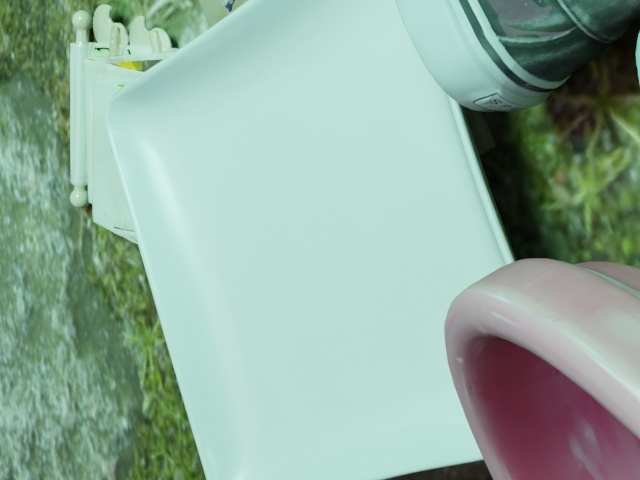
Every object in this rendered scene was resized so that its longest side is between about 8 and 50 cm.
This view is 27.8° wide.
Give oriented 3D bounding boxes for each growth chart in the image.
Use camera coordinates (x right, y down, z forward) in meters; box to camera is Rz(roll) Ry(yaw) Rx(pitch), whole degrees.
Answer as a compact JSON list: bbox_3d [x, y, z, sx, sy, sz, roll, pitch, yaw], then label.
[{"bbox_3d":[-0.117,-0.066,0.898,0.237,0.021,0.171,29,116,44],"label":"growth chart"}]

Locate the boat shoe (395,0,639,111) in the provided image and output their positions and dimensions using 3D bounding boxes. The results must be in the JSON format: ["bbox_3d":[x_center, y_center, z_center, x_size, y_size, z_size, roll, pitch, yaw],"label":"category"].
[{"bbox_3d":[0.064,-0.229,0.602,0.119,0.121,0.335,-27,84,37],"label":"boat shoe"}]

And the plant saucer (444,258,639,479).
[{"bbox_3d":[0.167,0.138,0.438,0.332,0.084,0.332,56,171,14],"label":"plant saucer"}]

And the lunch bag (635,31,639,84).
[{"bbox_3d":[0.220,-0.090,0.388,0.262,0.160,0.223,55,137,40],"label":"lunch bag"}]

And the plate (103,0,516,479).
[{"bbox_3d":[0.000,0.000,0.723,0.277,0.045,0.277,-25,79,45],"label":"plate"}]

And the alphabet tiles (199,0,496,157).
[{"bbox_3d":[-0.019,-0.090,0.765,0.237,0.009,0.198,-33,74,42],"label":"alphabet tiles"}]
